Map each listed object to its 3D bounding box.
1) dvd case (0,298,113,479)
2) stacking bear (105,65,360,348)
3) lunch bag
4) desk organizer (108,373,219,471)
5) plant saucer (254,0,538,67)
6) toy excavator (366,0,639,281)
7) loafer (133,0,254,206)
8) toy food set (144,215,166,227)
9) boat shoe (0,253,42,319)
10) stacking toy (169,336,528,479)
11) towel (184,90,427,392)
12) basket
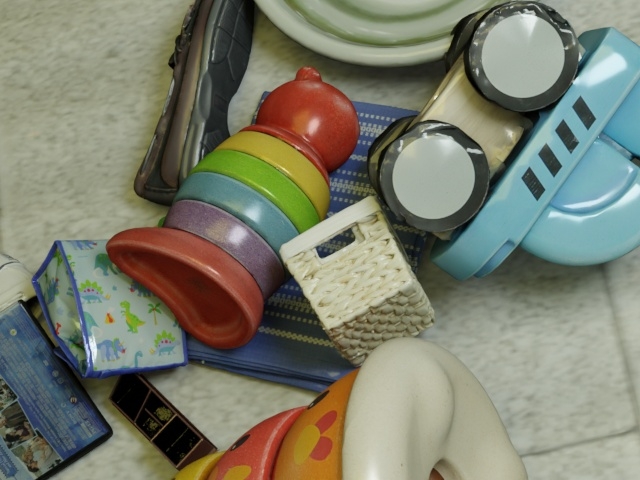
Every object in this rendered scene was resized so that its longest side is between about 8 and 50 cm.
[{"bbox_3d":[-0.377,0.205,1.724,0.253,0.022,0.180,-33,98,-1],"label":"dvd case"},{"bbox_3d":[-0.061,-0.051,1.690,0.164,0.175,0.289,-9,42,54],"label":"stacking bear"},{"bbox_3d":[-0.222,0.079,1.718,0.129,0.096,0.151,-4,54,-37],"label":"lunch bag"},{"bbox_3d":[-0.174,0.193,1.711,0.130,0.050,0.047,41,83,24],"label":"desk organizer"},{"bbox_3d":[0.103,-0.362,1.832,0.400,0.100,0.400,-5,67,12],"label":"plant saucer"},{"bbox_3d":[0.326,-0.090,1.616,0.445,0.222,0.433,36,93,-6],"label":"toy excavator"},{"bbox_3d":[-0.147,-0.183,1.826,0.095,0.109,0.303,4,73,20],"label":"loafer"},{"bbox_3d":[-0.170,0.012,1.797,0.082,0.020,0.083,-26,65,3],"label":"toy food set"},{"bbox_3d":[-0.405,0.139,1.772,0.088,0.096,0.267,33,72,28],"label":"boat shoe"},{"bbox_3d":[-0.058,0.309,1.537,0.480,0.350,0.351,-16,65,25],"label":"stacking toy"},{"bbox_3d":[0.000,0.000,1.757,0.243,0.040,0.336,10,70,19],"label":"towel"},{"bbox_3d":[0.043,0.046,1.612,0.113,0.167,0.103,-30,68,2],"label":"basket"}]
